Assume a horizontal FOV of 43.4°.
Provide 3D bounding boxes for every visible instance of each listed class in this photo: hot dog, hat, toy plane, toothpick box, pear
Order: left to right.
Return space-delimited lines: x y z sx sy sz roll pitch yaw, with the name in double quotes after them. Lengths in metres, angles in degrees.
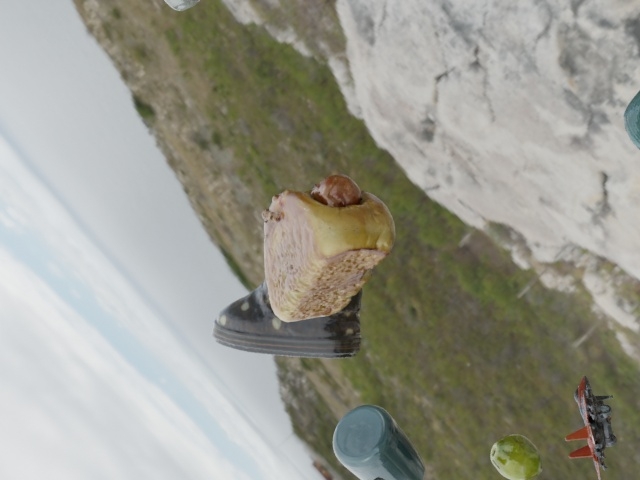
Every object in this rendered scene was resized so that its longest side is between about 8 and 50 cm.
0.000 0.000 1.145 0.257 0.150 0.153 123 137 -54 "hot dog"
0.113 0.390 1.454 0.120 0.120 0.184 32 164 51 "toothpick box"
0.375 0.411 1.523 0.097 0.092 0.092 19 171 -10 "pear"
0.394 0.250 1.160 0.061 0.189 0.130 -7 113 26 "toy plane"
0.734 -0.275 1.740 0.138 0.191 0.078 33 -176 -6 "hat"

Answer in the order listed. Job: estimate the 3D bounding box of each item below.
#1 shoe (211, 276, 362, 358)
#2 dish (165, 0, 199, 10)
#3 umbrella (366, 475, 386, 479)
-0.082 0.152 1.916 0.384 0.237 0.171 1 175 26 "shoe"
-0.186 -0.418 1.191 0.078 0.141 0.141 -3 143 20 "dish"
0.124 0.373 1.149 0.133 0.036 0.031 15 143 23 "umbrella"
